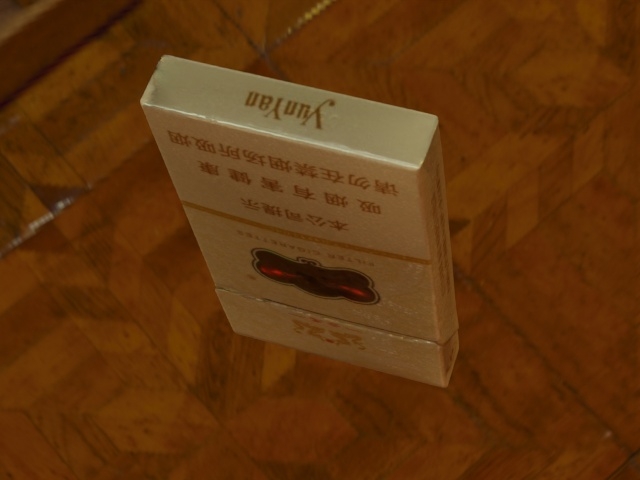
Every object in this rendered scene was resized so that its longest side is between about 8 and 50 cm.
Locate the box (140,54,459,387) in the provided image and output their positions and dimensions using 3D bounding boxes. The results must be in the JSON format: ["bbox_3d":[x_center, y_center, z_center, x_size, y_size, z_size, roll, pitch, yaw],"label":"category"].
[{"bbox_3d":[0.000,0.000,0.504,0.090,0.167,0.024,14,65,15],"label":"box"}]
